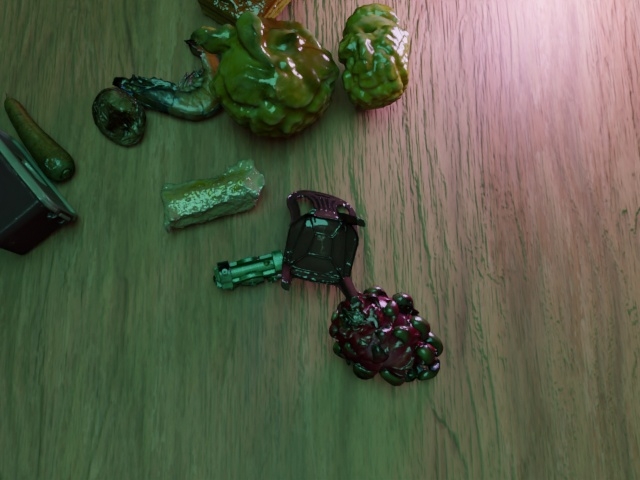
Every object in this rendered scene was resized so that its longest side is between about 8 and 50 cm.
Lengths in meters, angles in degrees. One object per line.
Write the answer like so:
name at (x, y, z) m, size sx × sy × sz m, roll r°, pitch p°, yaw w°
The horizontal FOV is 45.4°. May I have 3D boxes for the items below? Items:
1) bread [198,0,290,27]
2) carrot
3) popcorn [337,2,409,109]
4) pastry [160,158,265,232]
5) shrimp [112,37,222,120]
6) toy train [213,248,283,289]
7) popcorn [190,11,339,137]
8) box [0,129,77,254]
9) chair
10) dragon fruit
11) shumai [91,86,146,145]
bread at (-0.176, -0.647, 1.953) m, size 0.184 × 0.110 × 0.234 m, roll 35°, pitch 76°, yaw 7°
carrot at (-0.702, -0.260, 1.860) m, size 0.078 × 0.078 × 0.298 m, roll -38°, pitch 73°, yaw -11°
popcorn at (0.132, -0.430, 1.857) m, size 0.173 × 0.225 × 0.286 m, roll -3°, pitch 38°, yaw 6°
pastry at (-0.258, -0.109, 1.817) m, size 0.258 × 0.089 × 0.122 m, roll -19°, pitch 73°, yaw -8°
shrimp at (-0.370, -0.414, 1.913) m, size 0.290 × 0.054 × 0.222 m, roll 8°, pitch 75°, yaw 0°
toy train at (-0.162, 0.069, 1.766) m, size 0.178 × 0.104 × 0.071 m, roll -13°, pitch 80°, yaw -4°
popcorn at (-0.121, -0.383, 1.802) m, size 0.335 × 0.274 × 0.279 m, roll -9°, pitch 92°, yaw -30°
box at (-0.726, -0.115, 1.755) m, size 0.167 × 0.193 × 0.294 m, roll -41°, pitch 80°, yaw -6°
chair at (0.000, 0.000, 1.719) m, size 0.175 × 0.326 × 0.183 m, roll 12°, pitch 99°, yaw -6°
dragon fruit at (0.151, 0.217, 1.684) m, size 0.272 × 0.198 × 0.218 m, roll 22°, pitch 93°, yaw 5°
shumai at (-0.497, -0.305, 1.846) m, size 0.123 × 0.105 × 0.139 m, roll -39°, pitch 69°, yaw 9°
